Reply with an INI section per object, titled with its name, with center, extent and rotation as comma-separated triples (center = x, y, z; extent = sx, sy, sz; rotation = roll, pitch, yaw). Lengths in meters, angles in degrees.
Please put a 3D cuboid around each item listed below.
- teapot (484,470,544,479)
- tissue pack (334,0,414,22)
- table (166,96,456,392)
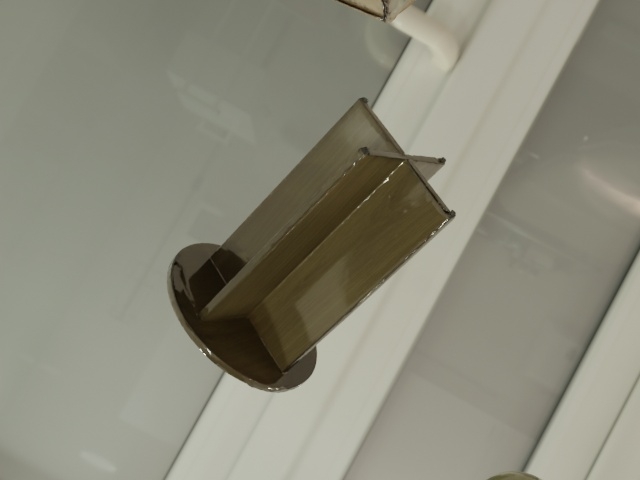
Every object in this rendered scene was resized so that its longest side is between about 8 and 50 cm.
[teapot]
center = 0.253, 0.348, 0.999
extent = 0.183, 0.173, 0.269
rotation = -12, 132, 29
[tissue pack]
center = 0.003, -0.376, 0.817
extent = 0.306, 0.238, 0.238
rotation = 33, 179, 33
[table]
center = 0.000, 0.000, 0.787
extent = 0.167, 0.227, 0.167
rotation = 34, -152, -22
